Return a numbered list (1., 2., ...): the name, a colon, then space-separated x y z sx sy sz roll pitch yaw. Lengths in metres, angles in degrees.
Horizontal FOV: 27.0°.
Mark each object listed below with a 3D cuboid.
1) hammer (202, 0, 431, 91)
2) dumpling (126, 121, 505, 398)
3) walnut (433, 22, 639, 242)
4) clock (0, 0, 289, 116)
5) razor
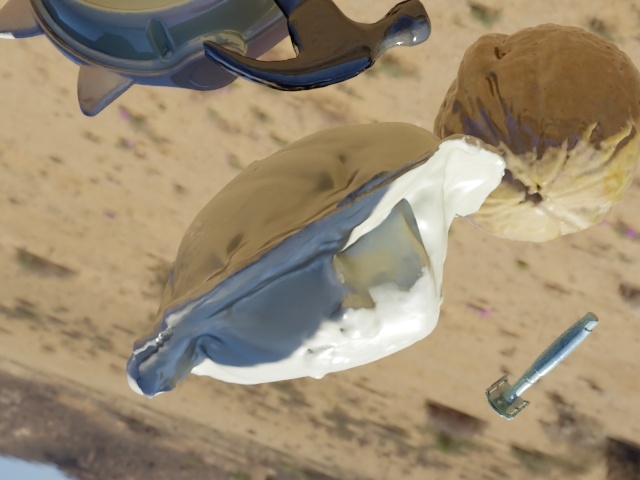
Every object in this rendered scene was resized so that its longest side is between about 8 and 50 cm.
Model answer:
1. hammer: -0.075 -0.320 1.021 0.044 0.168 0.440 134 113 -81
2. dumpling: 0.000 0.000 1.173 0.233 0.395 0.315 58 157 14
3. walnut: 0.301 -0.155 1.843 0.332 0.333 0.333 21 170 4
4. clock: -0.127 -0.257 1.128 0.265 0.324 0.109 39 168 19
5. razor: 0.227 0.118 1.335 0.040 0.135 0.068 47 -155 11
